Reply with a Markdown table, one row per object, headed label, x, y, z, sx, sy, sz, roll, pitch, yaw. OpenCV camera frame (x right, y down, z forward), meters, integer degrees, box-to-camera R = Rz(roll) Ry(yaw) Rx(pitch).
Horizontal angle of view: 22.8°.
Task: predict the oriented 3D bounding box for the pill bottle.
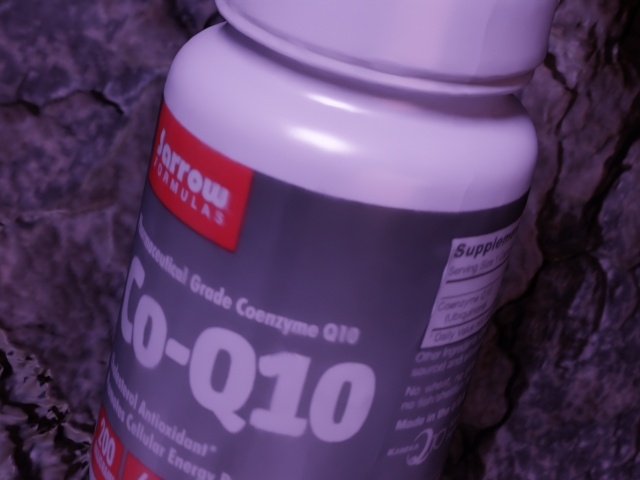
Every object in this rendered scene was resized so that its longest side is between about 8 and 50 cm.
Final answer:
| label | x | y | z | sx | sy | sz | roll | pitch | yaw |
| --- | --- | --- | --- | --- | --- | --- | --- | --- | --- |
| pill bottle | 0.000 | 0.000 | 0.688 | 0.161 | 0.161 | 0.283 | 0 | 117 | -28 |
